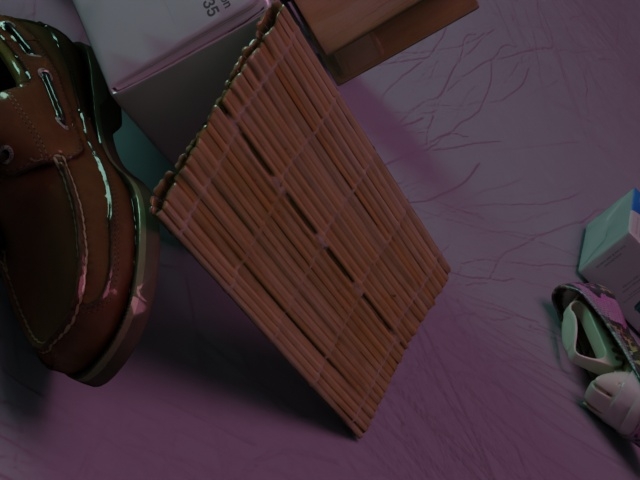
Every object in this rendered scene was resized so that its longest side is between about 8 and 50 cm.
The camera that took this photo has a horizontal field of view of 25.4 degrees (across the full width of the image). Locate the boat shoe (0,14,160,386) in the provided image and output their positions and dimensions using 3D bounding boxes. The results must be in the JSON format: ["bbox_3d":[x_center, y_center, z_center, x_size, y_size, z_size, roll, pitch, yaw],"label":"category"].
[{"bbox_3d":[-0.178,-0.033,0.859,0.104,0.110,0.307,26,23,-32],"label":"boat shoe"}]

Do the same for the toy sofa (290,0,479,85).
[{"bbox_3d":[0.030,-0.237,1.082,0.177,0.150,0.362,61,3,-1],"label":"toy sofa"}]

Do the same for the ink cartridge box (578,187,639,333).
[{"bbox_3d":[0.398,0.066,1.591,0.231,0.078,0.134,44,27,-7],"label":"ink cartridge box"}]

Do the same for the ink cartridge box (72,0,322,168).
[{"bbox_3d":[-0.073,-0.136,1.010,0.207,0.117,0.283,65,6,30],"label":"ink cartridge box"}]

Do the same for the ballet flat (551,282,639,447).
[{"bbox_3d":[0.276,0.123,1.356,0.079,0.077,0.221,7,39,-27],"label":"ballet flat"}]

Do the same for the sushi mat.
[{"bbox_3d":[0.000,0.000,0.927,0.019,0.151,0.316,19,-21,35],"label":"sushi mat"}]

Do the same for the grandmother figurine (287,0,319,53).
[{"bbox_3d":[-0.072,-0.294,1.367,0.342,0.104,0.207,35,38,-17],"label":"grandmother figurine"}]
